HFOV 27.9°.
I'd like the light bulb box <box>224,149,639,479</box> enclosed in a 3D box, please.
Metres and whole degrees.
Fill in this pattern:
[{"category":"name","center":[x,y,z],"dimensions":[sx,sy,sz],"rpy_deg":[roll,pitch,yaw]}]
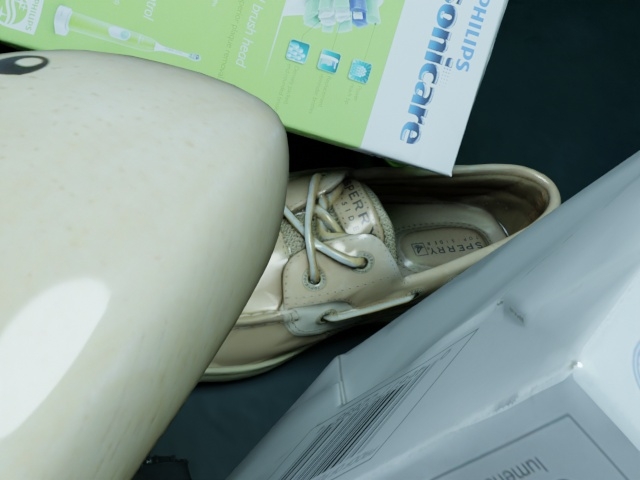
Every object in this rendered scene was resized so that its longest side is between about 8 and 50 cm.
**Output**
[{"category":"light bulb box","center":[0.162,0.180,0.570],"dimensions":[0.361,0.358,0.225],"rpy_deg":[47,49,-2]}]

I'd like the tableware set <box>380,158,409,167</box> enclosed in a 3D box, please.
[{"category":"tableware set","center":[0.065,-0.116,0.990],"dimensions":[0.104,0.024,0.154],"rpy_deg":[39,48,3]}]

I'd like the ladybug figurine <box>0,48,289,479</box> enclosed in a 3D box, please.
[{"category":"ladybug figurine","center":[-0.182,0.110,0.473],"dimensions":[0.162,0.305,0.449],"rpy_deg":[34,83,-3]}]

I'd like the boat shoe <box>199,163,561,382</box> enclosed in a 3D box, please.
[{"category":"boat shoe","center":[0.000,0.000,0.812],"dimensions":[0.341,0.110,0.121],"rpy_deg":[-10,62,-33]}]

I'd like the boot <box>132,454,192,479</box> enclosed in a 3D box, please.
[{"category":"boot","center":[-0.066,0.164,0.707],"dimensions":[0.121,0.045,0.099],"rpy_deg":[-9,55,-34]}]

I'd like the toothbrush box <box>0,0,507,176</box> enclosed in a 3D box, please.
[{"category":"toothbrush box","center":[-0.057,-0.140,0.799],"dimensions":[0.283,0.206,0.122],"rpy_deg":[17,94,-12]}]
